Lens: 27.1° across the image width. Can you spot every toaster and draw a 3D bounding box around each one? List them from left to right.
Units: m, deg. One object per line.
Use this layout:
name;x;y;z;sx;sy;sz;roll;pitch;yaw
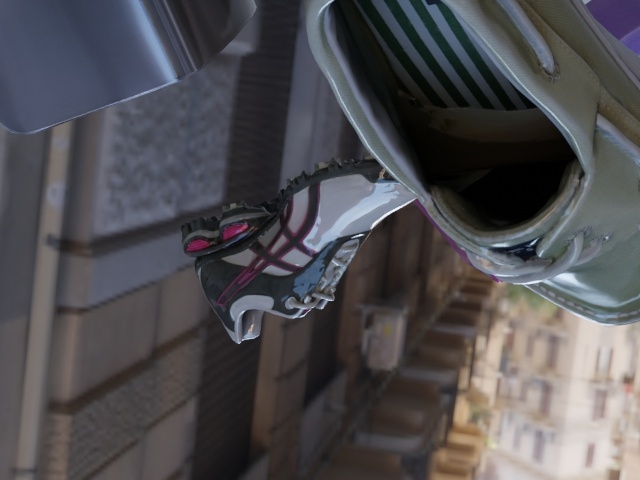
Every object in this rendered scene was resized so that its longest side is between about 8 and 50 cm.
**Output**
toaster;-0.142;-0.167;0.911;0.185;0.110;0.168;-17;-158;21

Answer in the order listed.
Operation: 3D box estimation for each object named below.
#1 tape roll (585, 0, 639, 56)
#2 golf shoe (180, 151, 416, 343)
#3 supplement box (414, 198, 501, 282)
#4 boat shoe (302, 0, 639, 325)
tape roll;0.326;-0.162;1.361;0.189;0.189;0.080;4;-149;-26
golf shoe;0.000;0.000;1.158;0.273;0.120;0.105;-24;170;40
supplement box;0.166;-0.042;1.296;0.114;0.111;0.220;49;-179;-5
boat shoe;0.066;-0.035;0.478;0.109;0.094;0.302;-11;145;29
